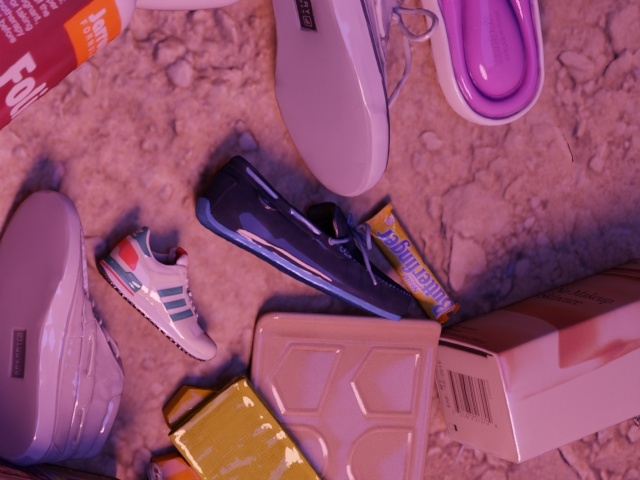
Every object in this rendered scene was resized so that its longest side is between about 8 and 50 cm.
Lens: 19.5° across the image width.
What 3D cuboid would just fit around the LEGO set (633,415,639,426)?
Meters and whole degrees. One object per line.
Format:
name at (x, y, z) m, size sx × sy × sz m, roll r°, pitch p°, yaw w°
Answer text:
LEGO set at (0.360, 0.175, 2.173) m, size 0.054 × 0.023 × 0.083 m, roll 8°, pitch 85°, yaw -33°

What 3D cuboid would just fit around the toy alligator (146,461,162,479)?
toy alligator at (-0.159, 0.283, 1.873) m, size 0.051 × 0.056 × 0.190 m, roll -9°, pitch 136°, yaw 14°

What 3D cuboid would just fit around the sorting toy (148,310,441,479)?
sorting toy at (-0.026, 0.184, 1.948) m, size 0.307 × 0.041 × 0.229 m, roll 4°, pitch 99°, yaw -23°

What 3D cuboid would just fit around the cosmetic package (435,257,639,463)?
cosmetic package at (0.285, 0.125, 2.034) m, size 0.296 × 0.153 × 0.129 m, roll -18°, pitch 102°, yaw -26°

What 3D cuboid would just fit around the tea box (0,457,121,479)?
tea box at (-0.333, 0.366, 1.710) m, size 0.329 × 0.220 × 0.323 m, roll 16°, pitch 93°, yaw -32°

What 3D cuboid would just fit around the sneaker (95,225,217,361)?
sneaker at (-0.143, 0.052, 1.832) m, size 0.075 × 0.057 × 0.161 m, roll -48°, pitch 117°, yaw -4°

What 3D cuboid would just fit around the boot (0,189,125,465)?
boot at (-0.245, 0.085, 1.779) m, size 0.123 × 0.095 × 0.258 m, roll 9°, pitch 90°, yaw -56°

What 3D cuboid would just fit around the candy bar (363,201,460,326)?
candy bar at (0.098, 0.028, 1.986) m, size 0.040 × 0.018 × 0.161 m, roll -43°, pitch 118°, yaw -13°

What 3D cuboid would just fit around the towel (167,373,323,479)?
towel at (-0.052, 0.255, 1.916) m, size 0.102 × 0.021 × 0.237 m, roll -40°, pitch 113°, yaw -13°

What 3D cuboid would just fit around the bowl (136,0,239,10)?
bowl at (-0.123, -0.287, 1.762) m, size 0.142 × 0.053 × 0.142 m, roll -5°, pitch 104°, yaw -29°

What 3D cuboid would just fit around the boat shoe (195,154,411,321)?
boat shoe at (0.000, 0.000, 1.874) m, size 0.258 × 0.109 × 0.089 m, roll 31°, pitch 83°, yaw -34°

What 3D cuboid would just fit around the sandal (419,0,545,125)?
sandal at (0.161, -0.312, 1.885) m, size 0.169 × 0.102 × 0.416 m, roll -30°, pitch 115°, yaw -20°

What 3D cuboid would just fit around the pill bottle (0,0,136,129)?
pill bottle at (-0.300, -0.214, 1.580) m, size 0.392 × 0.224 × 0.224 m, roll -41°, pitch 119°, yaw -14°

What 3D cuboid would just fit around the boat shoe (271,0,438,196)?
boat shoe at (0.032, -0.229, 1.824) m, size 0.156 × 0.136 × 0.367 m, roll -34°, pitch 123°, yaw -35°
